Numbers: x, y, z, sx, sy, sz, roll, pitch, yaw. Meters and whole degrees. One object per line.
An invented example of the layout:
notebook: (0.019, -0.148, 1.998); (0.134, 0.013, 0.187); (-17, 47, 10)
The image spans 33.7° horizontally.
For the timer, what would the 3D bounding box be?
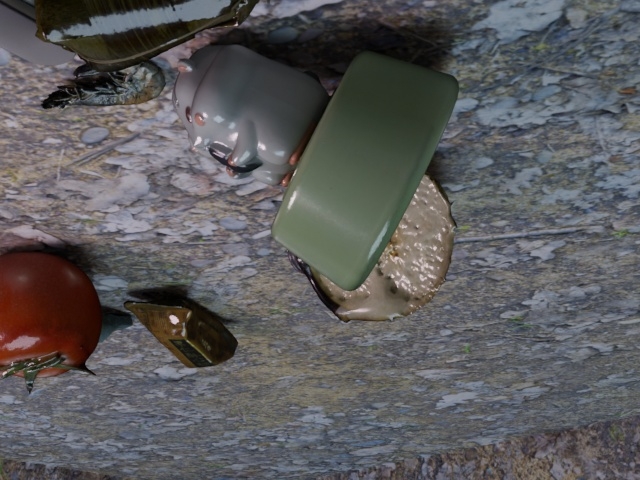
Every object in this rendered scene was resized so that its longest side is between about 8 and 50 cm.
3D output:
timer: (-0.034, -0.129, 1.281); (0.315, 0.290, 0.290); (25, 154, -2)

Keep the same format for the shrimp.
shrimp: (-0.279, -0.201, 1.335); (0.161, 0.034, 0.091); (-9, 144, 3)

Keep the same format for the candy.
candy: (-0.273, 0.177, 2.129); (0.143, 0.101, 0.271); (-5, 151, 24)

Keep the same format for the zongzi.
zongzi: (-0.163, -0.249, 1.162); (0.248, 0.111, 0.241); (-10, 174, 5)

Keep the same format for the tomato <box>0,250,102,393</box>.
tomato: (-0.510, 0.137, 1.858); (0.256, 0.224, 0.256); (-5, 156, -2)

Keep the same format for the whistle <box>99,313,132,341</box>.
whistle: (-0.475, 0.167, 2.112); (0.123, 0.122, 0.223); (-22, 170, 40)

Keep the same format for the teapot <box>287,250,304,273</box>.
teapot: (0.001, 0.010, 1.734); (0.148, 0.116, 0.146); (13, 165, -39)

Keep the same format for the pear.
pear: (0.116, 0.003, 1.616); (0.267, 0.266, 0.178); (-15, 171, 28)

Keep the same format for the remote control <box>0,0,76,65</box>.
remote control: (-0.381, -0.261, 1.197); (0.077, 0.022, 0.245); (-21, 149, 34)
